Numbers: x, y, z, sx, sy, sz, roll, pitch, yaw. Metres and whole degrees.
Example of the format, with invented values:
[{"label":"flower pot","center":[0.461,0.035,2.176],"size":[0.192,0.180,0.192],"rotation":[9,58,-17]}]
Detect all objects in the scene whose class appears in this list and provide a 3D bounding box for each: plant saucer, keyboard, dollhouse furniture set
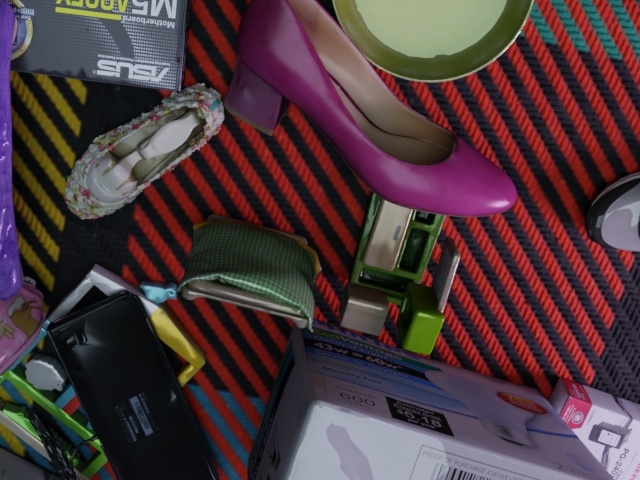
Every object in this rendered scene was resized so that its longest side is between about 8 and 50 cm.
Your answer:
[{"label":"plant saucer","center":[0.131,-0.307,1.238],"size":[0.241,0.037,0.240],"rotation":[0,109,-1]},{"label":"keyboard","center":[-0.268,0.238,1.355],"size":[0.202,0.033,0.317],"rotation":[-25,107,-15]},{"label":"dollhouse furniture set","center":[0.000,0.000,1.248],"size":[0.302,0.197,0.151],"rotation":[14,108,-7]}]

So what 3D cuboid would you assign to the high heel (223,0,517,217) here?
[{"label":"high heel","center":[0.076,-0.157,1.214],"size":[0.377,0.127,0.181],"rotation":[21,132,-5]}]

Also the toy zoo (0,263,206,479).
[{"label":"toy zoo","center":[-0.286,0.163,1.380],"size":[0.192,0.030,0.293],"rotation":[42,102,-14]}]

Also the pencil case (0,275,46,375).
[{"label":"pencil case","center":[-0.512,0.016,1.261],"size":[0.160,0.167,0.386],"rotation":[-37,107,29]}]

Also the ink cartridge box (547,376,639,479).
[{"label":"ink cartridge box","center":[0.370,0.263,1.414],"size":[0.151,0.063,0.109],"rotation":[20,106,-7]}]

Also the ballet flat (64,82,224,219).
[{"label":"ballet flat","center":[-0.219,-0.105,1.272],"size":[0.241,0.077,0.091],"rotation":[-38,105,11]}]

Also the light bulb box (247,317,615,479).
[{"label":"light bulb box","center":[0.109,0.278,1.247],"size":[0.358,0.361,0.225],"rotation":[18,99,-8]}]

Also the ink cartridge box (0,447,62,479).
[{"label":"ink cartridge box","center":[-0.395,0.424,1.412],"size":[0.289,0.121,0.211],"rotation":[31,104,-10]}]

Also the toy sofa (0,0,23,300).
[{"label":"toy sofa","center":[-0.410,-0.094,1.120],"size":[0.177,0.150,0.362],"rotation":[-1,96,-14]}]

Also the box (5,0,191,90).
[{"label":"box","center":[-0.282,-0.297,1.217],"size":[0.270,0.060,0.216],"rotation":[7,107,-4]}]

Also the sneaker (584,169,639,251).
[{"label":"sneaker","center":[0.463,-0.030,1.301],"size":[0.272,0.108,0.100],"rotation":[-3,110,1]}]
